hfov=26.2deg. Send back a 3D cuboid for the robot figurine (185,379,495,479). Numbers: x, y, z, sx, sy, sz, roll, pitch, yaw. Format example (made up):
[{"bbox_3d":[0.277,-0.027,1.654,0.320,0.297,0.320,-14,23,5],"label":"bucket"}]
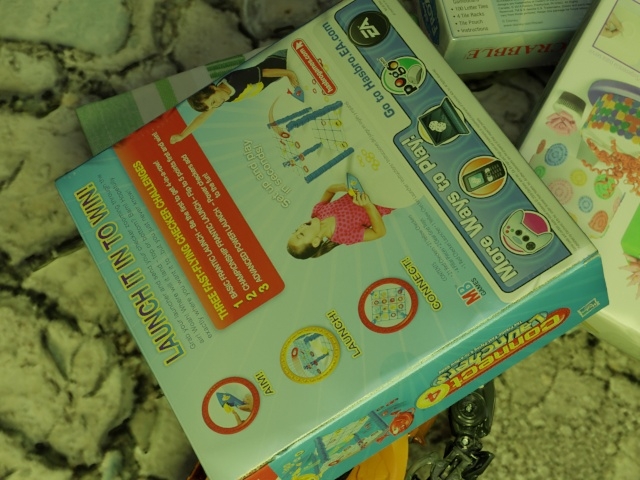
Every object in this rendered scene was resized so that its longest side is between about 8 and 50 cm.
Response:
[{"bbox_3d":[0.003,0.173,1.046,0.211,0.085,0.291,31,69,9],"label":"robot figurine"}]

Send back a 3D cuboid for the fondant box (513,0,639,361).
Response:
[{"bbox_3d":[0.292,-0.076,1.113,0.238,0.096,0.330,30,80,0],"label":"fondant box"}]

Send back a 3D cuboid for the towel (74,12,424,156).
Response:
[{"bbox_3d":[-0.015,-0.060,1.175,0.324,0.038,0.248,-20,69,-11],"label":"towel"}]

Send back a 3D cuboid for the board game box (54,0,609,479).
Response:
[{"bbox_3d":[0.000,0.000,1.019,0.302,0.086,0.308,-32,58,-1],"label":"board game box"}]

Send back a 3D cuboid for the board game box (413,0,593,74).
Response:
[{"bbox_3d":[0.220,-0.313,1.264,0.318,0.066,0.318,-6,67,-14],"label":"board game box"}]
